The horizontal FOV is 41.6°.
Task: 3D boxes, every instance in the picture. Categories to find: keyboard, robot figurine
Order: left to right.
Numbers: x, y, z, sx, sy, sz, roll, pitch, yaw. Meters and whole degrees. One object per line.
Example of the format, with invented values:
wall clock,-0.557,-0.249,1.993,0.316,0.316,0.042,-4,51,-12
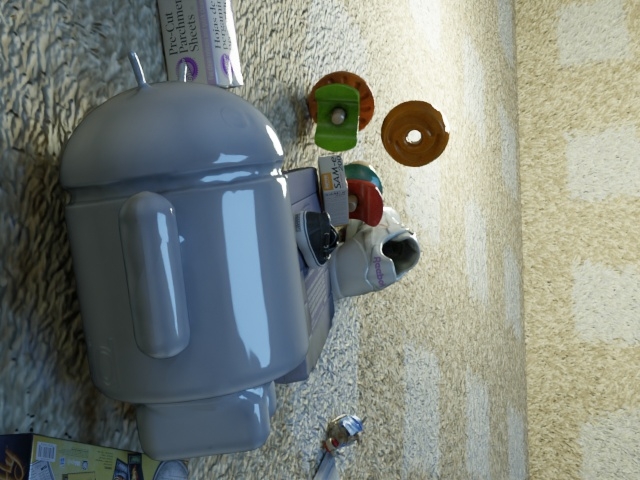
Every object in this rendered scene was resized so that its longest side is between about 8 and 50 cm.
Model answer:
robot figurine,-0.121,0.012,0.760,0.300,0.200,0.353,-112,-165,-85
keyboard,-0.018,0.398,1.169,0.256,0.014,0.072,-53,138,-57

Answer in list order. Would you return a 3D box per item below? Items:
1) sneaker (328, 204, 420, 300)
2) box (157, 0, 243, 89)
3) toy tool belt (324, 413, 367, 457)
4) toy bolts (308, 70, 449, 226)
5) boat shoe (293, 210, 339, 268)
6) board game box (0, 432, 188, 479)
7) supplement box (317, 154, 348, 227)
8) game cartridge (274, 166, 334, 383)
sneaker,0.101,0.019,1.347,0.305,0.152,0.114,-47,126,-62
box,-0.148,-0.329,0.940,0.063,0.067,0.324,-19,104,-66
toy tool belt,0.041,0.287,1.268,0.052,0.051,0.083,55,22,7
toy bolts,0.084,-0.143,1.314,0.158,0.218,0.228,-71,168,-65
boat shoe,0.000,0.000,0.943,0.142,0.040,0.049,58,26,-74
board game box,-0.192,0.261,0.718,0.243,0.042,0.165,43,43,-61
supplement box,0.019,-0.069,1.206,0.098,0.036,0.062,85,-3,-61
game cartridge,-0.034,0.027,1.045,0.355,0.068,0.230,-46,133,-82
